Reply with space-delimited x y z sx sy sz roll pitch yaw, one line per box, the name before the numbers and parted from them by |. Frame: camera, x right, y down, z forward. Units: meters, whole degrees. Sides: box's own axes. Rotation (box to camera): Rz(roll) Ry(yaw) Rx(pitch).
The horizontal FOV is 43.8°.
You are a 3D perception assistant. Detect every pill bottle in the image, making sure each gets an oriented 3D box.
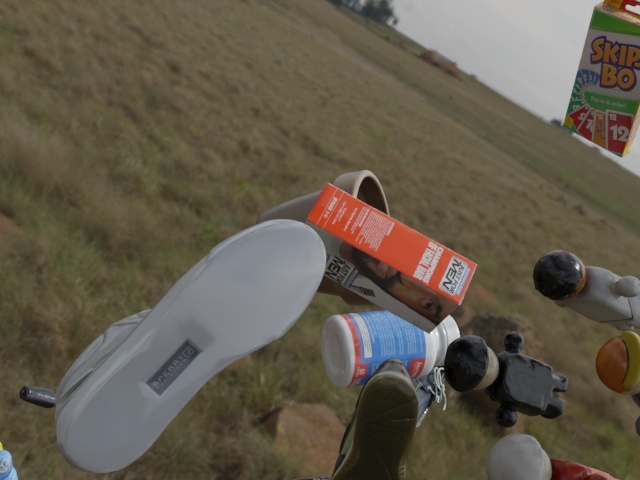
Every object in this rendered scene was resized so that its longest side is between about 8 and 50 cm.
pill bottle | 0.123 0.180 1.370 0.221 0.124 0.124 -4 29 -20

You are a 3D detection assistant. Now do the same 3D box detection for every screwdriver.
screwdriver | -0.326 0.216 1.053 0.170 0.024 0.025 31 27 -54

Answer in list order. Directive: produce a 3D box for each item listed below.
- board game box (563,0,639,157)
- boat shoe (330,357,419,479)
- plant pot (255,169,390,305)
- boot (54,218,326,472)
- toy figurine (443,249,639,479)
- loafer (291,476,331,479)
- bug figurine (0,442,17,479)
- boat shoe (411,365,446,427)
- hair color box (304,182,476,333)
board game box | 0.485 -0.271 1.311 0.039 0.259 0.124 -30 51 -31
boat shoe | 0.060 0.229 0.854 0.080 0.223 0.073 16 23 8
plant pot | 0.000 0.000 1.562 0.229 0.263 0.263 -4 2 21
boot | -0.118 0.069 0.661 0.095 0.258 0.123 55 -14 -23
toy figurine | 0.234 0.129 0.745 0.148 0.209 0.213 23 28 -23
loafer | 0.028 0.484 1.454 0.302 0.109 0.095 -1 8 2
bug figurine | -0.443 0.393 0.986 0.072 0.216 0.279 20 55 6
boat shoe | 0.229 0.297 1.676 0.079 0.095 0.254 0 33 26
hair color box | 0.060 0.021 0.798 0.167 0.053 0.093 28 -28 2
